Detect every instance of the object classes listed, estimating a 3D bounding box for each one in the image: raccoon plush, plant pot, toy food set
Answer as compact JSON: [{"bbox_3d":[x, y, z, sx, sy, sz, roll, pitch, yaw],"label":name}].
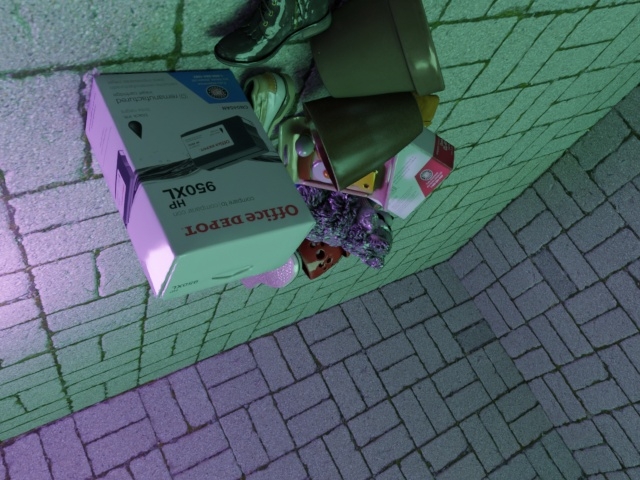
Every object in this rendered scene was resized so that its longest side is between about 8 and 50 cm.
[{"bbox_3d":[0.000,0.000,1.586,0.447,0.299,0.216,-29,162,3],"label":"raccoon plush"},{"bbox_3d":[0.106,-0.251,1.214,0.231,0.215,0.215,-22,161,0],"label":"plant pot"},{"bbox_3d":[-0.006,0.010,1.805,0.174,0.191,0.191,-31,162,-9],"label":"plant pot"},{"bbox_3d":[0.110,-0.397,1.093,0.230,0.262,0.263,-16,165,18],"label":"plant pot"},{"bbox_3d":[0.041,-0.190,1.396,0.092,0.306,0.219,-69,168,-45],"label":"toy food set"}]

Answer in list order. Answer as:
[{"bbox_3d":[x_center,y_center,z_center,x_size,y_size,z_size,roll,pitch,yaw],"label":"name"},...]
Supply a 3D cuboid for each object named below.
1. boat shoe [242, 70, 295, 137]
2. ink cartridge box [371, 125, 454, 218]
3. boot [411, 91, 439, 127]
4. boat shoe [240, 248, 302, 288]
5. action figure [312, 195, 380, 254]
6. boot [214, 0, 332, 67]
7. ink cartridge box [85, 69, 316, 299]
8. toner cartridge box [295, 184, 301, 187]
[{"bbox_3d":[-0.172,-0.255,1.226,0.103,0.113,0.302,-9,142,-43],"label":"boat shoe"},{"bbox_3d":[0.176,-0.233,1.466,0.226,0.306,0.131,-48,-166,43],"label":"ink cartridge box"},{"bbox_3d":[0.223,-0.321,1.617,0.211,0.104,0.295,-10,150,-43],"label":"boot"},{"bbox_3d":[-0.164,0.066,1.843,0.156,0.186,0.500,-31,-177,-24],"label":"boat shoe"},{"bbox_3d":[0.103,-0.097,1.981,0.276,0.248,0.370,28,126,-37],"label":"action figure"},{"bbox_3d":[-0.087,-0.439,0.923,0.263,0.091,0.229,-30,156,-10],"label":"boot"},{"bbox_3d":[-0.233,-0.122,1.020,0.286,0.394,0.166,-16,158,-35],"label":"ink cartridge box"},{"bbox_3d":[-0.039,-0.151,1.721,0.165,0.075,0.348,-34,161,19],"label":"toner cartridge box"}]
